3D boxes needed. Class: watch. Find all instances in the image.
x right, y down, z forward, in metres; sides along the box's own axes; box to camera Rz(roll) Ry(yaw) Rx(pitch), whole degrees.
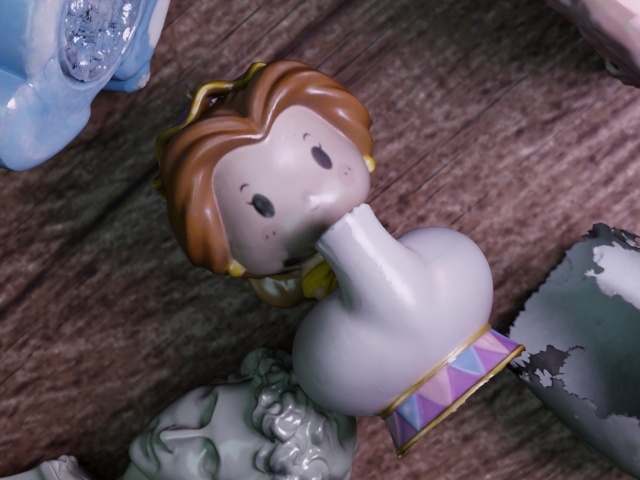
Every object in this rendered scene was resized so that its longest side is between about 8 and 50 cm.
[{"bbox_3d":[-0.209,-0.166,0.807,0.193,0.211,0.211,22,102,14],"label":"watch"}]

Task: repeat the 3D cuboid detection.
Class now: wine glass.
[{"bbox_3d":[0.270,0.122,0.841,0.321,0.143,0.143,33,101,-1],"label":"wine glass"}]

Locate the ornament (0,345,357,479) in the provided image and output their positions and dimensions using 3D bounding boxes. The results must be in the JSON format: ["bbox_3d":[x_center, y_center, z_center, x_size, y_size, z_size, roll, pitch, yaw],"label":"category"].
[{"bbox_3d":[-0.105,0.168,0.886,0.285,0.130,0.120,-27,81,16],"label":"ornament"}]

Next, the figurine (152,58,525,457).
[{"bbox_3d":[0.000,0.000,0.806,0.142,0.189,0.263,-38,80,-15],"label":"figurine"}]

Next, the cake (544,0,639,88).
[{"bbox_3d":[0.226,-0.243,0.727,0.237,0.230,0.309,44,100,-3],"label":"cake"}]
